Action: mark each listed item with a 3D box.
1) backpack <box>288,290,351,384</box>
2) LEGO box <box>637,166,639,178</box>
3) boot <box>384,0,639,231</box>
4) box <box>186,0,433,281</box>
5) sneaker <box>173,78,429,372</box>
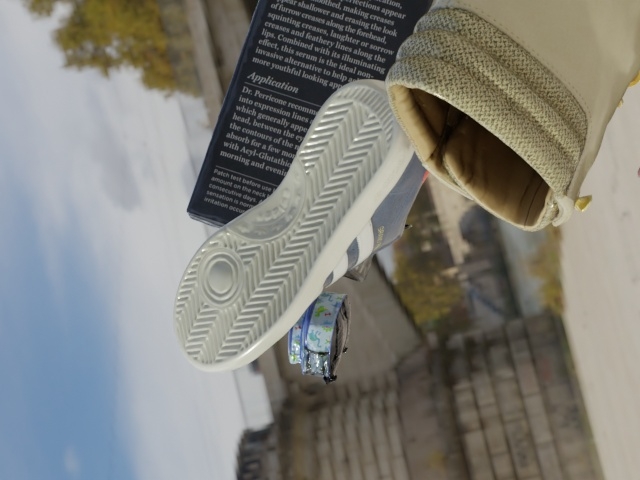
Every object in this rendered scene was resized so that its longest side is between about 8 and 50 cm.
[{"bbox_3d":[-0.002,0.133,1.936,0.105,0.084,0.114,-66,-14,-55],"label":"backpack"},{"bbox_3d":[0.596,-0.106,1.196,0.193,0.500,0.372,-52,-14,-32],"label":"LEGO box"},{"bbox_3d":[0.140,-0.092,0.652,0.262,0.095,0.203,38,-109,-49],"label":"boot"},{"bbox_3d":[0.012,-0.169,1.679,0.293,0.212,0.396,45,-116,-82],"label":"box"},{"bbox_3d":[0.000,0.000,1.286,0.148,0.350,0.131,5,-137,-56],"label":"sneaker"}]
